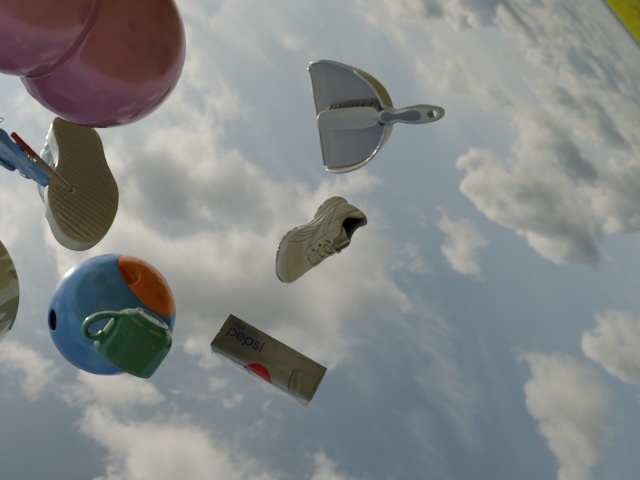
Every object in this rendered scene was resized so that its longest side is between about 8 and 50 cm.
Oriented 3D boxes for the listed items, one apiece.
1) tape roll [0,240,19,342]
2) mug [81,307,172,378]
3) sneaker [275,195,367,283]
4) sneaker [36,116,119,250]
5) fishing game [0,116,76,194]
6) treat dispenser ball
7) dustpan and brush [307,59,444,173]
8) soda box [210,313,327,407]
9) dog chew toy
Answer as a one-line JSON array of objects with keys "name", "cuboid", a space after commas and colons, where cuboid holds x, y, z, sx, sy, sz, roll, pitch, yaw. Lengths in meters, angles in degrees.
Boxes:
[{"name": "tape roll", "cuboid": [-0.560, 0.079, 0.741, 0.246, 0.246, 0.169, 49, -167, -5]}, {"name": "mug", "cuboid": [-0.358, 0.186, 1.077, 0.129, 0.097, 0.158, 33, 175, 24]}, {"name": "sneaker", "cuboid": [0.000, 0.000, 1.471, 0.297, 0.129, 0.111, -47, -49, -18]}, {"name": "sneaker", "cuboid": [-0.496, -0.090, 1.130, 0.135, 0.150, 0.366, 13, -142, -33]}, {"name": "fishing game", "cuboid": [-0.487, -0.151, 0.864, 0.041, 0.263, 0.189, -57, -31, -21]}, {"name": "treat dispenser ball", "cuboid": [-0.491, 0.174, 1.339, 0.288, 0.288, 0.288, 31, -142, -28]}, {"name": "dustpan and brush", "cuboid": [0.062, -0.152, 0.685, 0.060, 0.211, 0.148, -31, -63, -48]}, {"name": "soda box", "cuboid": [-0.132, 0.303, 1.417, 0.286, 0.091, 0.098, 29, -117, 6]}, {"name": "dog chew toy", "cuboid": [-0.297, -0.252, 0.593, 0.331, 0.206, 0.207, 23, -140, -62]}]
